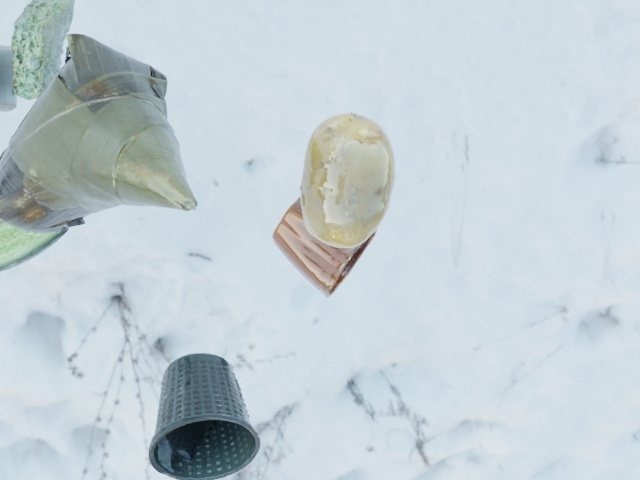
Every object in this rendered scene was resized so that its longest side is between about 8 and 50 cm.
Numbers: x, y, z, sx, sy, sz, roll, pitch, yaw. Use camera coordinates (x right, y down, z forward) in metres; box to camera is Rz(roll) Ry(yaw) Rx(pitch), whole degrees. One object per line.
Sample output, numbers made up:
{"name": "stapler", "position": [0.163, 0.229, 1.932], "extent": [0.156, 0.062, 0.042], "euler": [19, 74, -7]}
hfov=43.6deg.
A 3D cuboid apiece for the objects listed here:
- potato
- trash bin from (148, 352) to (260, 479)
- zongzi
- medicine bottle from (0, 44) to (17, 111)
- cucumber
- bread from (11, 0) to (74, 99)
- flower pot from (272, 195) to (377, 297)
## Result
{"name": "potato", "position": [0.033, -0.073, 0.993], "extent": [0.109, 0.118, 0.178], "euler": [-10, 129, -25]}
{"name": "trash bin", "position": [-0.192, 0.278, 1.302], "extent": [0.175, 0.161, 0.175], "euler": [-6, 131, -7]}
{"name": "zongzi", "position": [-0.294, -0.060, 1.016], "extent": [0.154, 0.317, 0.289], "euler": [17, 124, -44]}
{"name": "medicine bottle", "position": [-0.709, -0.329, 1.593], "extent": [0.188, 0.088, 0.132], "euler": [0, 93, -34]}
{"name": "cucumber", "position": [-0.663, 0.006, 1.771], "extent": [0.243, 0.115, 0.063], "euler": [-21, 159, 3]}
{"name": "bread", "position": [-0.491, -0.365, 1.422], "extent": [0.064, 0.172, 0.232], "euler": [16, 86, -2]}
{"name": "flower pot", "position": [0.000, 0.000, 1.673], "extent": [0.173, 0.190, 0.191], "euler": [34, 112, 8]}
